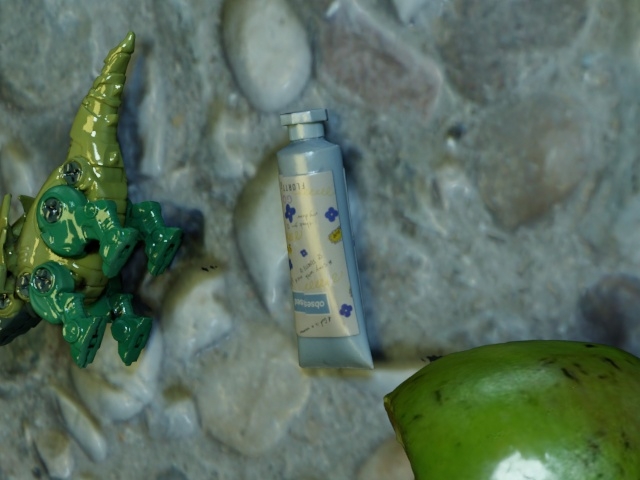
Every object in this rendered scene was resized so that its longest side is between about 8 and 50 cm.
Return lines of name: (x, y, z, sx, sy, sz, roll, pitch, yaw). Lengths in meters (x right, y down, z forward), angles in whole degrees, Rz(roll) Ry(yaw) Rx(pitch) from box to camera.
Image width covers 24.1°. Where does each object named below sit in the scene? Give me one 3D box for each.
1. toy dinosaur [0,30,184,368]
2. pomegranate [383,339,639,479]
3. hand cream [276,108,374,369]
toy dinosaur: (-0.168, -0.019, 1.077, 0.153, 0.094, 0.259, 37, 107, 24)
pomegranate: (0.138, 0.146, 0.785, 0.159, 0.241, 0.190, -21, 111, 3)
hand cream: (0.000, 0.000, 0.977, 0.065, 0.043, 0.171, -3, 98, 42)
